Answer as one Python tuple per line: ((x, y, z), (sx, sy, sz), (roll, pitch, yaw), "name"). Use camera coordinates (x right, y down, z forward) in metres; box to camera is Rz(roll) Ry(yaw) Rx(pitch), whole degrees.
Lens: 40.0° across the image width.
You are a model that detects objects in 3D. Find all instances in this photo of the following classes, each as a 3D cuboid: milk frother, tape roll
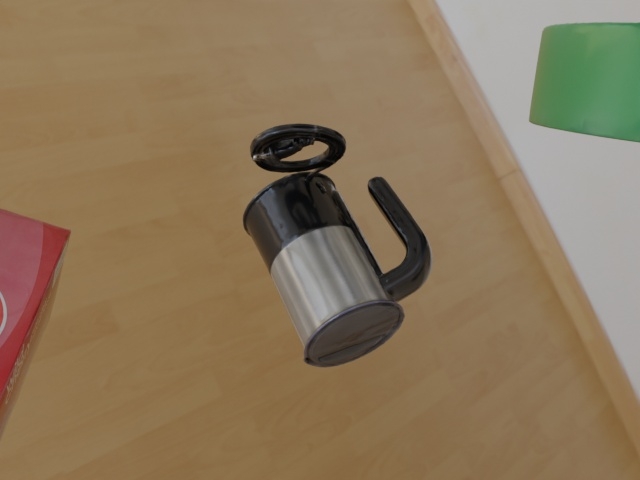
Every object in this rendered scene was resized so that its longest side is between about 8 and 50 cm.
((0.000, 0.000, 0.662), (0.143, 0.129, 0.135), (27, 29, -53), "milk frother")
((0.320, -0.105, 0.642), (0.321, 0.321, 0.077), (-6, 107, -48), "tape roll")

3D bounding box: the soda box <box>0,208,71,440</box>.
((-0.196, 0.089, 0.401), (0.092, 0.083, 0.263), (18, 36, -12), "soda box")
